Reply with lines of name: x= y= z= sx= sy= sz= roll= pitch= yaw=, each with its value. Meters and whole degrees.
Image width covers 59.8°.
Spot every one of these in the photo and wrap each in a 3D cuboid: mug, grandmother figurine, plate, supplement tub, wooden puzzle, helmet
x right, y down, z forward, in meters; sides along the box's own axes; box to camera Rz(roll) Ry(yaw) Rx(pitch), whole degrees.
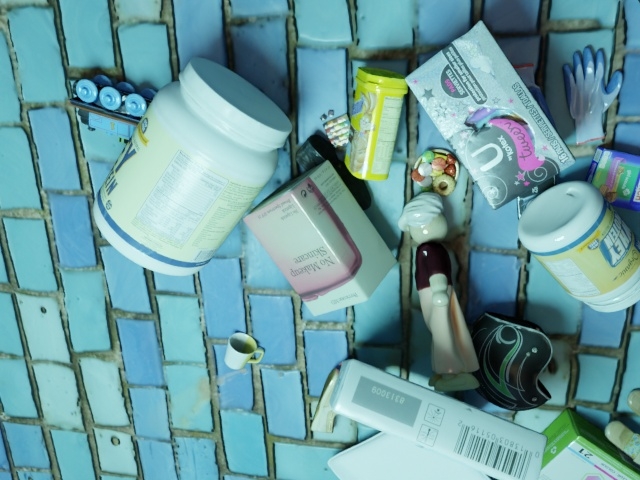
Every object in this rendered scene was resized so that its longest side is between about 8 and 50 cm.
mug: x=-0.169 y=0.245 z=1.187 sx=0.078 sy=0.062 sz=0.064 roll=30 pitch=119 yaw=7
grandmother figurine: x=0.207 y=0.083 z=0.989 sx=0.104 sy=0.208 sz=0.342 roll=-7 pitch=83 yaw=-8
plate: x=0.204 y=0.509 z=1.210 sx=0.277 sy=0.045 sz=0.278 roll=-37 pitch=98 yaw=19
supplement tub: x=0.445 y=0.013 z=0.932 sx=0.144 sy=0.144 sz=0.200 roll=-41 pitch=111 yaw=20
wooden puzzle: x=0.035 y=-0.201 z=1.023 sx=0.049 sy=0.006 sz=0.083 roll=-20 pitch=104 yaw=17
helmet: x=0.347 y=0.227 z=1.025 sx=0.169 sy=0.169 sz=0.161 roll=15 pitch=94 yaw=6
supplement tub: x=-0.222 y=-0.125 z=0.976 sx=0.235 sy=0.235 sz=0.325 roll=38 pitch=111 yaw=-3

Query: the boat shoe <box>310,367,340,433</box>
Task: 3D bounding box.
boat shoe: x=0.027 y=0.343 z=1.183 sx=0.059 sy=0.063 sz=0.170 roll=18 pitch=120 yaw=2

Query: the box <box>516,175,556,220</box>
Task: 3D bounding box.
box: x=0.384 y=-0.079 z=0.990 sx=0.067 sy=0.018 sz=0.083 roll=-5 pitch=108 yaw=12

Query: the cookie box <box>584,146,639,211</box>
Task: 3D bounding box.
cookie box: x=0.514 y=-0.103 z=0.945 sx=0.107 sy=0.040 sz=0.091 roll=13 pitch=110 yaw=5

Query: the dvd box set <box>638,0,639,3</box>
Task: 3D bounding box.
dvd box set: x=0.677 y=-0.450 z=0.785 sx=0.420 sy=0.062 sz=0.307 roll=-35 pitch=99 yaw=20

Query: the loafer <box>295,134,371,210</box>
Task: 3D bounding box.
loafer: x=0.025 y=-0.117 z=1.033 sx=0.170 sy=0.062 sz=0.061 roll=49 pitch=132 yaw=-4

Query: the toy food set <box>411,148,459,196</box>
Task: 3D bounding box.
toy food set: x=0.209 y=-0.124 z=1.008 sx=0.083 sy=0.020 sz=0.083 roll=15 pitch=111 yaw=6

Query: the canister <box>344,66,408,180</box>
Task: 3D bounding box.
canister: x=0.091 y=-0.199 z=0.949 sx=0.073 sy=0.126 sz=0.169 roll=4 pitch=113 yaw=-10

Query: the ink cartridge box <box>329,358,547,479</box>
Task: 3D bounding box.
ink cartridge box: x=0.168 y=0.304 z=0.977 sx=0.308 sy=0.385 sz=0.091 roll=20 pitch=77 yaw=4

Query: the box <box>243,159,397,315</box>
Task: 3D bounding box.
box: x=0.000 y=0.000 z=1.006 sx=0.149 sy=0.127 sz=0.232 roll=-25 pitch=105 yaw=44

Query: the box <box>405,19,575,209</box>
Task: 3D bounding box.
box: x=0.265 y=-0.196 z=0.881 sx=0.142 sy=0.163 sz=0.247 roll=-35 pitch=93 yaw=24

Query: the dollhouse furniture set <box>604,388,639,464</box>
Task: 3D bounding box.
dollhouse furniture set: x=0.625 y=0.288 z=0.972 sx=0.161 sy=0.212 sz=0.242 roll=39 pitch=85 yaw=-5

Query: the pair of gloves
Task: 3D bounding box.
pair of gloves: x=0.400 y=-0.231 z=0.934 sx=0.198 sy=0.023 sz=0.159 roll=-8 pitch=107 yaw=14

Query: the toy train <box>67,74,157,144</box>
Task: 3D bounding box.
toy train: x=-0.384 y=-0.243 z=1.053 sx=0.184 sy=0.080 sz=0.105 roll=17 pitch=117 yaw=5

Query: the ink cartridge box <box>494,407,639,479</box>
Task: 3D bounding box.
ink cartridge box: x=0.498 y=0.496 z=1.121 sx=0.189 sy=0.097 sz=0.255 roll=34 pitch=110 yaw=-2
